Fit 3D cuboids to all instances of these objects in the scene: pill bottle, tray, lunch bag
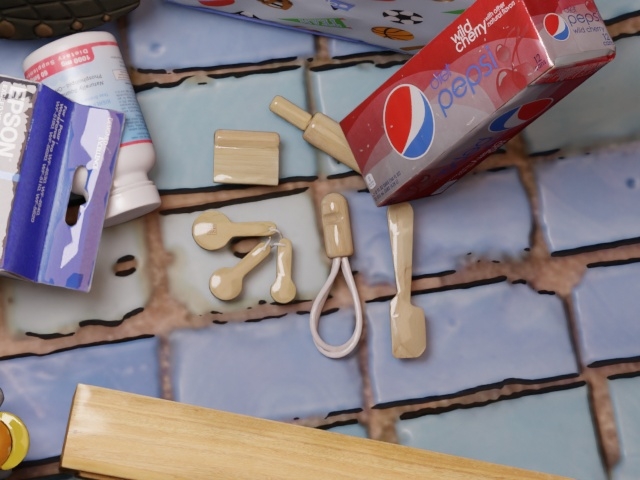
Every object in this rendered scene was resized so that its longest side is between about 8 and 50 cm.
[{"bbox_3d":[-0.196,-0.096,1.620,0.087,0.087,0.160,-19,84,-11],"label":"pill bottle"},{"bbox_3d":[-0.009,0.198,1.544,0.411,0.203,0.076,12,80,-7],"label":"tray"},{"bbox_3d":[0.003,-0.251,1.603,0.303,0.243,0.115,13,78,-12],"label":"lunch bag"}]

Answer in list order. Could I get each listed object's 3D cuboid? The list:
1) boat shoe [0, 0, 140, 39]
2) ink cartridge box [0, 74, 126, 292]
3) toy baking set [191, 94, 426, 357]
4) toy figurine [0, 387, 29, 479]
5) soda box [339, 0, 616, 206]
[{"bbox_3d":[-0.311,-0.246,1.553,0.324,0.122,0.120,-1,66,-14],"label":"boat shoe"},{"bbox_3d":[-0.339,-0.067,1.532,0.333,0.065,0.165,10,82,-4],"label":"ink cartridge box"},{"bbox_3d":[0.002,-0.007,1.671,0.256,0.030,0.196,27,81,-4],"label":"toy baking set"},{"bbox_3d":[-0.365,0.165,1.522,0.209,0.148,0.213,-40,89,-13],"label":"toy figurine"},{"bbox_3d":[0.129,-0.128,1.571,0.083,0.263,0.092,-12,73,-39],"label":"soda box"}]
